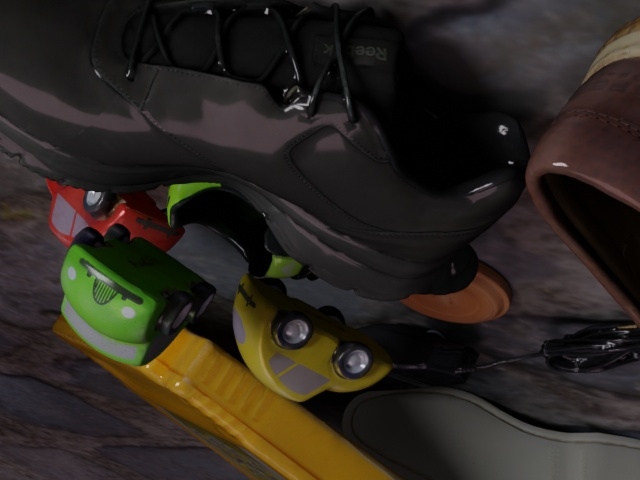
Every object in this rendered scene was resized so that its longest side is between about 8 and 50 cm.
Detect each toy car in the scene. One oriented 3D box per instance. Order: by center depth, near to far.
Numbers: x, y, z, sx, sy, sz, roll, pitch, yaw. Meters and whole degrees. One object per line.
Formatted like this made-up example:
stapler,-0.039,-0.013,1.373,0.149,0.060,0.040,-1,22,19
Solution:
toy car,-0.083,0.026,0.672,0.239,0.053,0.225,33,-172,8

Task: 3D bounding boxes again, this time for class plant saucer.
plant saucer,0.076,0.030,0.797,0.083,0.013,0.083,16,154,8

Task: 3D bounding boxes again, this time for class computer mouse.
computer mouse,0.103,0.066,0.832,0.242,0.041,0.071,-9,159,32

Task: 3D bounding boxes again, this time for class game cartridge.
game cartridge,-0.030,0.155,0.936,0.323,0.053,0.285,38,167,-20

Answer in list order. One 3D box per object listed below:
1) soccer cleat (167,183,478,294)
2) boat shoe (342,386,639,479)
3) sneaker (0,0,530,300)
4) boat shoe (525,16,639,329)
soccer cleat,0.000,0.000,0.708,0.178,0.072,0.060,21,132,-5
boat shoe,0.138,0.171,0.950,0.254,0.095,0.079,9,143,0
sneaker,-0.031,-0.070,0.588,0.286,0.109,0.130,19,150,-23
boat shoe,0.205,0.070,0.531,0.342,0.123,0.123,52,145,-12
